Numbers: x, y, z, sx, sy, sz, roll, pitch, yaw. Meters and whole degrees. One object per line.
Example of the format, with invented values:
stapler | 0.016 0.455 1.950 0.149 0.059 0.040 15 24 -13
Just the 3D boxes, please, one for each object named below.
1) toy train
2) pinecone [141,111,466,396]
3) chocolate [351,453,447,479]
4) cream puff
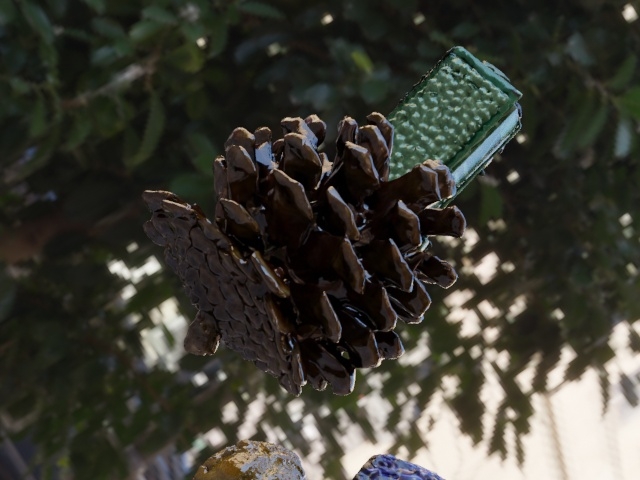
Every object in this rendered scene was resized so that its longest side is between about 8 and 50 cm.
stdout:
toy train | 0.105 -0.078 1.465 0.115 0.269 0.154 43 -5 25
pinecone | -0.001 0.000 0.905 0.169 0.212 0.185 -29 -86 49
chocolate | 0.188 0.323 1.363 0.343 0.126 0.148 17 5 19
cream puff | -0.080 0.271 1.410 0.103 0.144 0.126 45 -2 42
